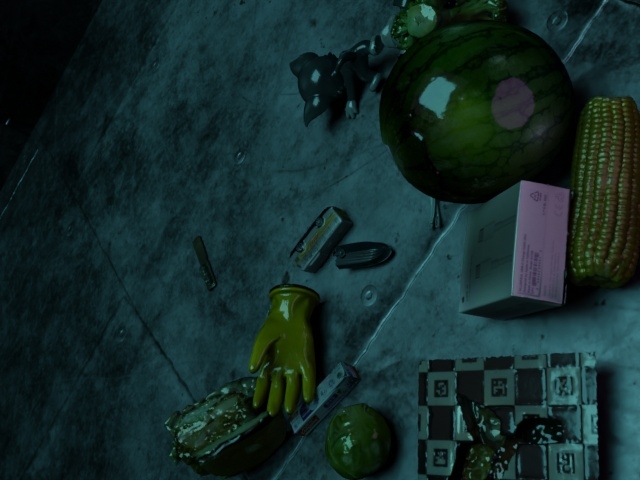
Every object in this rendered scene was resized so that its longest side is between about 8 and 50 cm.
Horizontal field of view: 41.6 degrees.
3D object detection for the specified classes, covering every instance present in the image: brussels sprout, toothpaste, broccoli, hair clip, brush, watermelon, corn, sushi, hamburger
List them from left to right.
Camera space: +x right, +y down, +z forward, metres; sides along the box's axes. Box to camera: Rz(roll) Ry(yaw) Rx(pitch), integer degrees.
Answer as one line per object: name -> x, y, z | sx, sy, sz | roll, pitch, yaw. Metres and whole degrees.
brush -> -0.327, 0.059, 2.323 | 0.034, 0.027, 0.190 | -44, 46, 23
hamburger -> -0.210, 0.442, 1.937 | 0.288, 0.192, 0.168 | -29, 55, -5
toothpaste -> 0.006, 0.349, 1.847 | 0.196, 0.040, 0.047 | -50, 41, 20
brussels sprout -> 0.073, 0.404, 1.698 | 0.155, 0.117, 0.155 | -8, 78, 45
hair clip -> 0.236, -0.081, 1.786 | 0.030, 0.039, 0.115 | -21, 62, 46
broccoli -> 0.264, -0.435, 1.741 | 0.254, 0.269, 0.269 | -54, 43, 26
watermelon -> 0.289, -0.243, 1.569 | 0.363, 0.363, 0.363 | -20, 60, 40
sushi -> 0.333, 0.377, 1.478 | 0.359, 0.064, 0.343 | -11, 70, 42
corn -> 0.491, -0.089, 1.454 | 0.131, 0.131, 0.345 | -6, 70, 45

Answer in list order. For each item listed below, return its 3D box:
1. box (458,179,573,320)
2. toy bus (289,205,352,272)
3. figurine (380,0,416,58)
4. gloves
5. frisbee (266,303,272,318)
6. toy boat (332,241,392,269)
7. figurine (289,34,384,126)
box -> 0.343, 0.025, 1.499 | 0.252, 0.106, 0.203 | 134, 144, -75
toy bus -> 0.000, 0.000, 1.985 | 0.172, 0.057, 0.072 | -53, 53, 17
figurine -> 0.214, -0.497, 1.920 | 0.147, 0.126, 0.193 | 22, 106, 39
gloves -> -0.074, 0.253, 1.877 | 0.133, 0.116, 0.294 | -5, 59, 20
frisbee -> -0.091, 0.187, 2.034 | 0.110, 0.014, 0.110 | -22, 58, 40
toy boat -> 0.097, 0.031, 1.871 | 0.141, 0.060, 0.055 | -9, 68, 36
figurine -> 0.047, -0.394, 2.043 | 0.265, 0.140, 0.193 | -24, 74, 55
